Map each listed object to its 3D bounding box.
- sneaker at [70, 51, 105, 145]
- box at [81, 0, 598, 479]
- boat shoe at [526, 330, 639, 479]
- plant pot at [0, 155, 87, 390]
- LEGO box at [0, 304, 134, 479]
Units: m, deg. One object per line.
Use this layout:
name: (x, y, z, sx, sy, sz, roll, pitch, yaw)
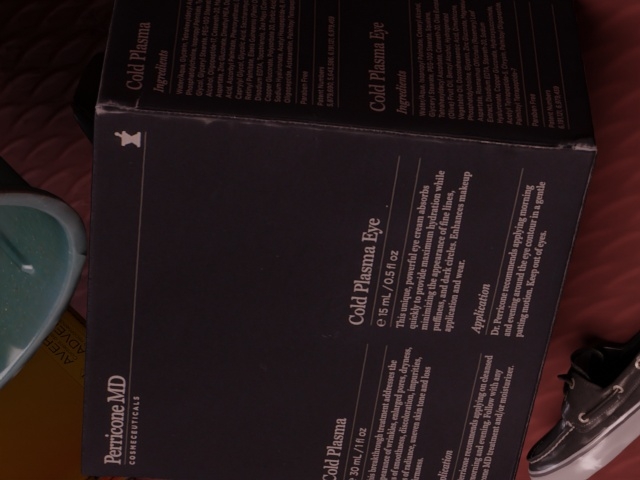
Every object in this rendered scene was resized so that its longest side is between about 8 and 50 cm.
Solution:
sneaker: (-0.128, -0.046, 1.518, 0.118, 0.083, 0.222, 26, 134, 21)
box: (0.000, 0.000, 1.354, 0.312, 0.179, 0.343, 5, 131, -5)
boat shoe: (0.220, 0.107, 1.467, 0.076, 0.080, 0.228, 43, 131, -3)
plant pot: (-0.384, -0.031, 1.266, 0.334, 0.341, 0.341, 50, 137, 20)
LEGO box: (-0.421, 0.106, 1.498, 0.500, 0.372, 0.193, 43, 134, 7)
